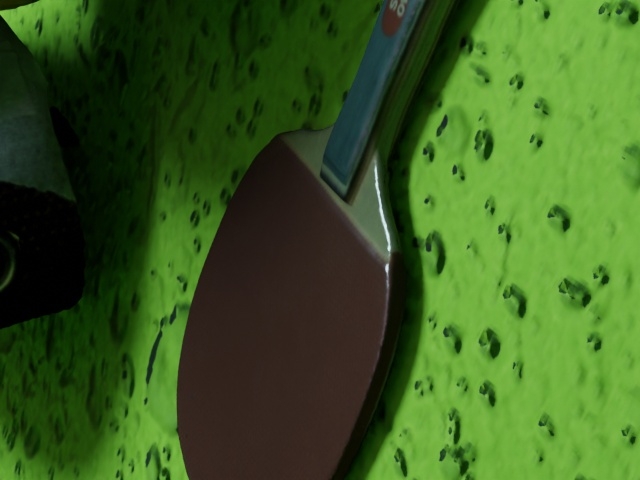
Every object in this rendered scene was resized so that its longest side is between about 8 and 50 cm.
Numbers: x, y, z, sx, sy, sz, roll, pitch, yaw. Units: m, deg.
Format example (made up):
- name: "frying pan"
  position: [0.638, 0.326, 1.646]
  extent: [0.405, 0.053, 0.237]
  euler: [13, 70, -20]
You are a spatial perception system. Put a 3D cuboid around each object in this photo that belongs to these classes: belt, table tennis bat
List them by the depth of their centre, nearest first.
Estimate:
- name: "table tennis bat"
  position: [0.000, 0.000, 0.747]
  extent: [0.154, 0.021, 0.274]
  euler: [50, 124, 51]
- name: "belt"
  position: [-0.215, -0.052, 0.973]
  extent: [0.289, 0.164, 0.184]
  euler: [42, 142, 53]

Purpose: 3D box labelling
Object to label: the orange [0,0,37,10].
- name: "orange"
  position: [-0.181, -0.240, 0.822]
  extent: [0.329, 0.329, 0.249]
  euler: [44, 147, 53]
